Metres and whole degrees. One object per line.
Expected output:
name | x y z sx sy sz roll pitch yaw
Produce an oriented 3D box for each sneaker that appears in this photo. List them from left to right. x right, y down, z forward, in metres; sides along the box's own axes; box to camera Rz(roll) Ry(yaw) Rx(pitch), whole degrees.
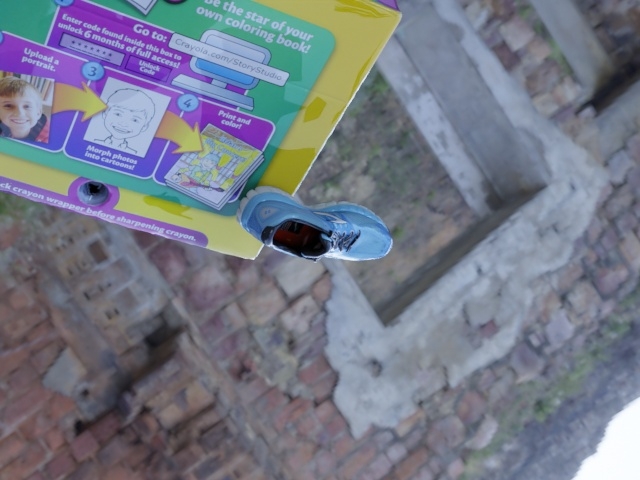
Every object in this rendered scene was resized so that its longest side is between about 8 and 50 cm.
sneaker | 0.000 0.000 0.936 0.063 0.162 0.073 -67 -149 24

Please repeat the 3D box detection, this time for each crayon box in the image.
crayon box | -0.163 -0.164 0.882 0.313 0.363 0.106 -58 -153 34
